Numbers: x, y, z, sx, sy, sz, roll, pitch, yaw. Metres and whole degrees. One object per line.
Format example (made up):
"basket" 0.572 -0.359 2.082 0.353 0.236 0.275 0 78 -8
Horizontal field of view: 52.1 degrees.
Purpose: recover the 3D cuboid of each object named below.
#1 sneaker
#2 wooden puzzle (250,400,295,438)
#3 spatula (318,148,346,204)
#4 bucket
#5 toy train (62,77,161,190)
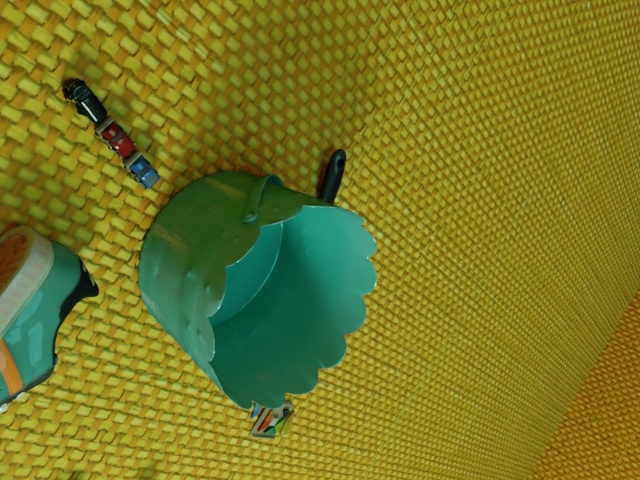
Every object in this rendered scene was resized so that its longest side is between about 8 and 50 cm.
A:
"sneaker" -0.341 0.137 0.662 0.302 0.108 0.121 -55 137 -9
"wooden puzzle" -0.081 0.308 1.123 0.116 0.014 0.079 16 100 -50
"spatula" 0.000 0.000 1.007 0.084 0.030 0.297 -12 121 -40
"bucket" -0.080 0.050 0.832 0.281 0.183 0.281 -26 131 -35
"toy train" -0.217 -0.109 0.701 0.027 0.036 0.158 -48 140 -15
